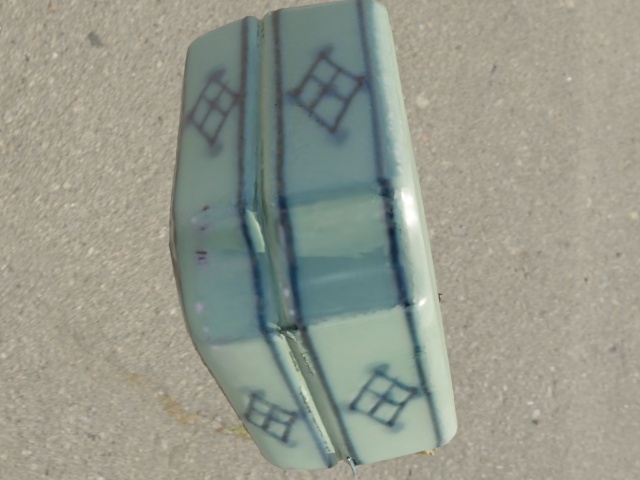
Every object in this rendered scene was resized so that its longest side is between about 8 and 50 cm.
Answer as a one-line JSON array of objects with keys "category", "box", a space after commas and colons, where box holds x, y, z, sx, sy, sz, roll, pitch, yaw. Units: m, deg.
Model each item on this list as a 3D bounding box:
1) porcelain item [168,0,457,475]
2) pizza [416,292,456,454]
[{"category": "porcelain item", "box": [0.000, 0.000, 0.600, 0.157, 0.281, 0.286, -9, 51, 7]}, {"category": "pizza", "box": [0.095, 0.166, 1.078, 0.147, 0.069, 0.226, -2, 63, -1]}]
